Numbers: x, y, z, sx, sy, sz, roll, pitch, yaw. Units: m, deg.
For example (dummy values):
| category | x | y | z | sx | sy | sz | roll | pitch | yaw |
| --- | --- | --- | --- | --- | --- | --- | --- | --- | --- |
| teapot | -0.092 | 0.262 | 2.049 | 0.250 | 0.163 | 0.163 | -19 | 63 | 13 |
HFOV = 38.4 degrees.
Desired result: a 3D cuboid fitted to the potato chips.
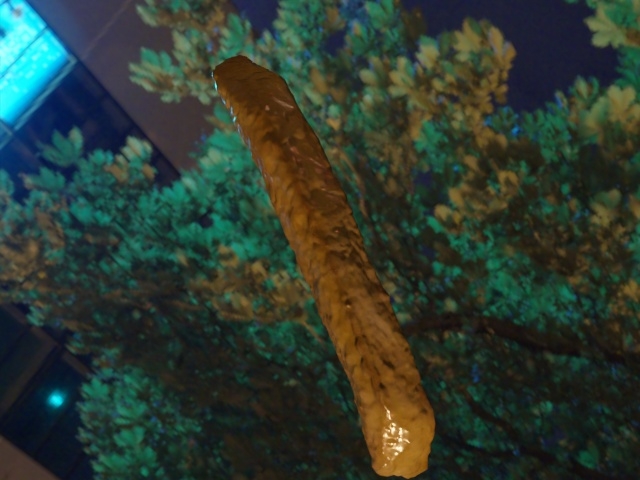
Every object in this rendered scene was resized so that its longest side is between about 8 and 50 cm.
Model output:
| category | x | y | z | sx | sy | sz | roll | pitch | yaw |
| --- | --- | --- | --- | --- | --- | --- | --- | --- | --- |
| potato chips | 0.000 | 0.000 | 0.761 | 0.057 | 0.406 | 0.080 | -15 | 162 | -29 |
